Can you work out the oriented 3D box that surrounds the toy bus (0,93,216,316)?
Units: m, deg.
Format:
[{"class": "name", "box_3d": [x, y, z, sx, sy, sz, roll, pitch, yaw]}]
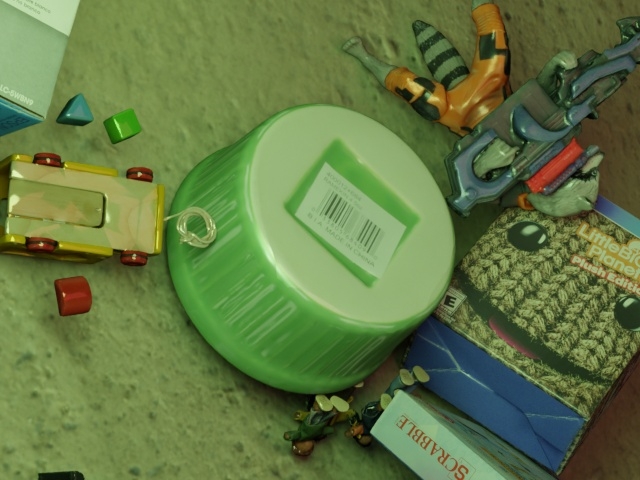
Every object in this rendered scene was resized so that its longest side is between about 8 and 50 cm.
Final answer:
[{"class": "toy bus", "box_3d": [-0.243, -0.025, 1.721, 0.191, 0.104, 0.202, -42, 102, -28]}]

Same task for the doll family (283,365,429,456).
[{"class": "doll family", "box_3d": [0.040, 0.196, 1.923, 0.193, 0.111, 0.076, 3, 47, -27]}]

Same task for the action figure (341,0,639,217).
[{"class": "action figure", "box_3d": [0.240, -0.176, 2.019, 0.341, 0.178, 0.330, -32, 81, -10]}]

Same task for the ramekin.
[{"class": "ramekin", "box_3d": [0.000, 0.000, 1.837, 0.303, 0.148, 0.303, 16, 58, -27]}]

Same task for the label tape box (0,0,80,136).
[{"class": "label tape box", "box_3d": [-0.316, -0.260, 1.615, 0.106, 0.240, 0.334, 25, 68, -33]}]

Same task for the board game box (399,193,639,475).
[{"class": "board game box", "box_3d": [0.276, 0.089, 2.035, 0.232, 0.141, 0.291, 33, 55, 13]}]

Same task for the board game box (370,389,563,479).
[{"class": "board game box", "box_3d": [0.248, 0.311, 1.890, 0.066, 0.318, 0.318, -54, 144, 5]}]

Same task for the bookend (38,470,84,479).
[{"class": "bookend", "box_3d": [-0.200, 0.309, 1.728, 0.156, 0.072, 0.157, 1, 82, -40]}]
